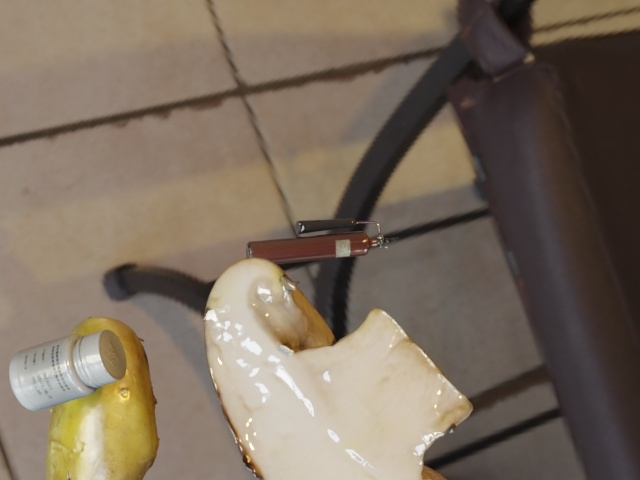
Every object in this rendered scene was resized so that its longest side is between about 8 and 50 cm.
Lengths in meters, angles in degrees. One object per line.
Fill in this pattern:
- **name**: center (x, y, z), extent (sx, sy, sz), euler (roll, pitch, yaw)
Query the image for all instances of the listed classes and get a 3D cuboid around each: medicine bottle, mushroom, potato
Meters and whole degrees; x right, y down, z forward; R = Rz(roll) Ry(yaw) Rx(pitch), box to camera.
- **medicine bottle**: center (-0.313, 0.159, 1.774), extent (0.080, 0.130, 0.080), euler (-18, 90, -72)
- **mushroom**: center (0.018, 0.143, 1.093), extent (0.156, 0.151, 0.285), euler (-40, 81, -9)
- **potato**: center (-0.297, 0.255, 1.934), extent (0.140, 0.173, 0.300), euler (10, 82, -39)

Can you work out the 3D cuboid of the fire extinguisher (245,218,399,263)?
- **fire extinguisher**: center (0.000, 0.000, 1.641), extent (0.173, 0.035, 0.049), euler (-5, 46, -10)
